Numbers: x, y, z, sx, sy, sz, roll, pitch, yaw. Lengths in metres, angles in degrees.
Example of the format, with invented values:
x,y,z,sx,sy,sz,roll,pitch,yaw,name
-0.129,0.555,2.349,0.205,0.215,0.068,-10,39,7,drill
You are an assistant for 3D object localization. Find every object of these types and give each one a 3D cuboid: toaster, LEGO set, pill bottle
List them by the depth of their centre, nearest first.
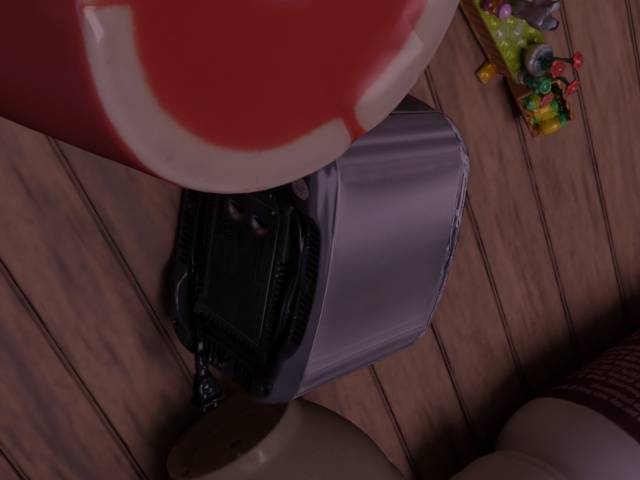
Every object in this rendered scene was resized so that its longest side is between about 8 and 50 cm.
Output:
x,y,z,sx,sy,sz,roll,pitch,yaw,name
0.000,0.000,0.921,0.146,0.129,0.227,-15,125,-40,toaster
0.157,-0.172,0.970,0.132,0.107,0.287,-21,129,-34,LEGO set
0.291,0.196,1.265,0.392,0.224,0.224,-28,133,-28,pill bottle

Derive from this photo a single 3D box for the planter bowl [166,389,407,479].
x,y,z,sx,sy,sz,roll,pitch,yaw,name
-0.035,0.165,0.995,0.162,0.162,0.109,-39,112,-18,planter bowl

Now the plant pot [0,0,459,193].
x,y,z,sx,sy,sz,roll,pitch,yaw,name
-0.082,-0.157,0.643,0.275,0.243,0.275,-24,131,-32,plant pot
